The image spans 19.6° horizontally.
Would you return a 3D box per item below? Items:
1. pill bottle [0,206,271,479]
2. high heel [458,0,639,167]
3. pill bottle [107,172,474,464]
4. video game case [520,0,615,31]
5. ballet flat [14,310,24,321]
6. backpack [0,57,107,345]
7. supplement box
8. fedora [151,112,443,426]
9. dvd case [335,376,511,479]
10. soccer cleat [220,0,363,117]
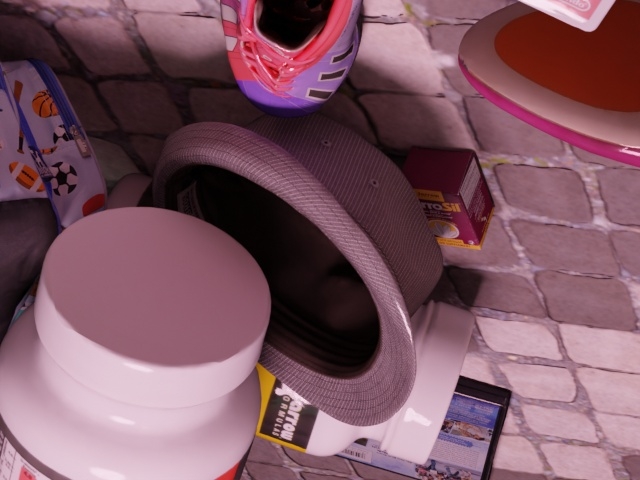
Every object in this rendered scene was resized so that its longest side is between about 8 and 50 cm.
[{"bbox_3d":[-0.164,0.162,1.465,0.210,0.210,0.363,20,131,1],"label":"pill bottle"},{"bbox_3d":[0.279,-0.063,1.242,0.377,0.127,0.181,16,159,17],"label":"high heel"},{"bbox_3d":[-0.044,0.077,1.622,0.334,0.188,0.188,18,152,3],"label":"pill bottle"},{"bbox_3d":[0.124,-0.254,1.016,0.204,0.025,0.285,23,137,-6],"label":"video game case"},{"bbox_3d":[-0.320,0.071,1.893,0.147,0.147,0.409,17,149,6],"label":"ballet flat"},{"bbox_3d":[-0.306,-0.055,1.496,0.263,0.213,0.276,60,141,17],"label":"backpack"},{"bbox_3d":[0.102,-0.034,1.484,0.055,0.043,0.083,8,150,25],"label":"supplement box"},{"bbox_3d":[0.000,0.000,1.450,0.275,0.124,0.243,39,146,14],"label":"fedora"},{"bbox_3d":[0.096,0.190,1.915,0.180,0.022,0.253,15,152,7],"label":"dvd case"},{"bbox_3d":[-0.022,-0.155,1.265,0.109,0.116,0.318,19,153,-1],"label":"soccer cleat"}]
